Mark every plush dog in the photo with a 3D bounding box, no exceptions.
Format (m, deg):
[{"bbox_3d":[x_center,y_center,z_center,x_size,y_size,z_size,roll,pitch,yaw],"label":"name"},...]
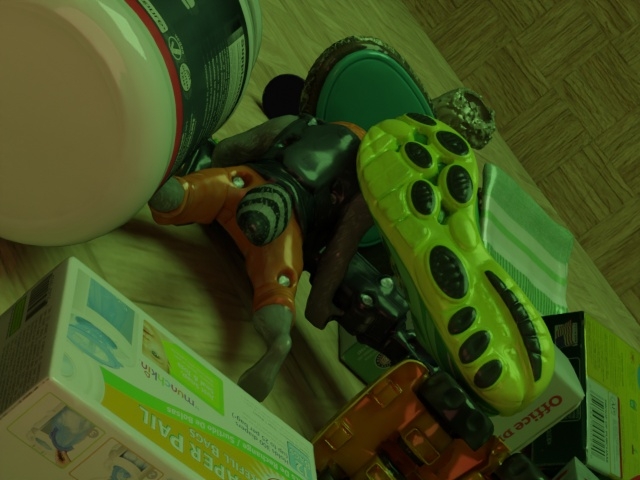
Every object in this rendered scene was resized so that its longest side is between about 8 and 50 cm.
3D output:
[{"bbox_3d":[0.137,-0.056,1.567,0.262,0.210,0.225,-39,106,-46],"label":"plush dog"}]

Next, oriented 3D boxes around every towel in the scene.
[{"bbox_3d":[0.282,0.090,1.542,0.248,0.038,0.325,35,53,-44],"label":"towel"}]

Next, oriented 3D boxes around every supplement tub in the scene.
[{"bbox_3d":[-0.158,-0.129,0.811,0.191,0.191,0.272,48,26,-10],"label":"supplement tub"}]

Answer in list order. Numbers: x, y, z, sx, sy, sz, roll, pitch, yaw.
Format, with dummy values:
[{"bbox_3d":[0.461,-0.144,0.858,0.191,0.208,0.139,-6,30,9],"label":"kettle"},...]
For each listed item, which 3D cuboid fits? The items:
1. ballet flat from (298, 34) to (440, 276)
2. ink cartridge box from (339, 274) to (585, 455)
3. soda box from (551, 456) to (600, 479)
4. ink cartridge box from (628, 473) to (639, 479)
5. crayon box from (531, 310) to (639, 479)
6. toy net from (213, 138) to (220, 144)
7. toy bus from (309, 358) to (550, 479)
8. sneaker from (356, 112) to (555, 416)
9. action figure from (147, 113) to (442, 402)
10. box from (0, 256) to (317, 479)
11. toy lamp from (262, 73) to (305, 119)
[{"bbox_3d":[0.088,-0.023,1.282,0.483,0.164,0.182,61,-4,-27],"label":"ballet flat"},{"bbox_3d":[0.145,0.123,1.176,0.212,0.154,0.093,44,17,-17],"label":"ink cartridge box"},{"bbox_3d":[0.283,0.296,1.239,0.074,0.069,0.216,44,6,11],"label":"soda box"},{"bbox_3d":[0.392,0.377,1.279,0.181,0.056,0.224,11,76,-64],"label":"ink cartridge box"},{"bbox_3d":[0.385,0.240,1.533,0.318,0.081,0.202,32,55,-47],"label":"crayon box"},{"bbox_3d":[-0.052,-0.050,1.233,0.122,0.045,0.232,51,15,12],"label":"toy net"},{"bbox_3d":[0.099,0.202,0.948,0.220,0.149,0.211,48,4,-1],"label":"toy bus"},{"bbox_3d":[0.100,0.021,0.977,0.123,0.109,0.295,104,-29,-60],"label":"sneaker"},{"bbox_3d":[0.000,0.000,0.999,0.341,0.178,0.330,39,35,4],"label":"action figure"},{"bbox_3d":[-0.101,0.126,0.629,0.203,0.103,0.114,42,19,-27],"label":"box"},{"bbox_3d":[-0.006,-0.203,1.604,0.080,0.080,0.275,51,17,0],"label":"toy lamp"}]
